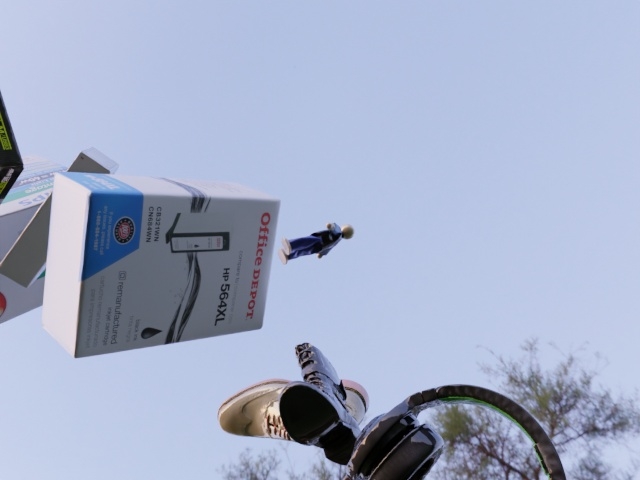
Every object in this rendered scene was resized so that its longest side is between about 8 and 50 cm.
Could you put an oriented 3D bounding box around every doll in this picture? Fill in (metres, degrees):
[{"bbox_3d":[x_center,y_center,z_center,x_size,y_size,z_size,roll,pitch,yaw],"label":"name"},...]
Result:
[{"bbox_3d":[0.000,0.000,1.309,0.189,0.046,0.129,-16,-32,-29],"label":"doll"}]

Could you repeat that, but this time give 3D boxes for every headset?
[{"bbox_3d":[0.118,0.346,0.759,0.394,0.243,0.185,-22,-29,8],"label":"headset"}]

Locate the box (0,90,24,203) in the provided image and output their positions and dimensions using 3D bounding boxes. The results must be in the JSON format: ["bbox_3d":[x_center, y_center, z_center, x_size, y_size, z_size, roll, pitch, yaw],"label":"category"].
[{"bbox_3d":[-0.581,-0.169,0.995,0.191,0.045,0.184,-29,-103,44],"label":"box"}]

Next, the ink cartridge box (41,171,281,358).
[{"bbox_3d":[-0.147,0.018,0.559,0.203,0.086,0.148,-2,-74,-44],"label":"ink cartridge box"}]

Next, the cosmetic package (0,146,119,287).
[{"bbox_3d":[-0.433,-0.041,0.962,0.060,0.099,0.239,36,-85,-15],"label":"cosmetic package"}]

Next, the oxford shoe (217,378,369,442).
[{"bbox_3d":[-0.084,0.426,1.417,0.397,0.146,0.140,-13,-83,14],"label":"oxford shoe"}]

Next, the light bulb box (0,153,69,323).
[{"bbox_3d":[-0.697,-0.014,1.267,0.358,0.361,0.225,-28,-55,-40],"label":"light bulb box"}]

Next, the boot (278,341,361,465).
[{"bbox_3d":[-0.014,0.274,1.066,0.091,0.229,0.263,-32,-54,6],"label":"boot"}]
